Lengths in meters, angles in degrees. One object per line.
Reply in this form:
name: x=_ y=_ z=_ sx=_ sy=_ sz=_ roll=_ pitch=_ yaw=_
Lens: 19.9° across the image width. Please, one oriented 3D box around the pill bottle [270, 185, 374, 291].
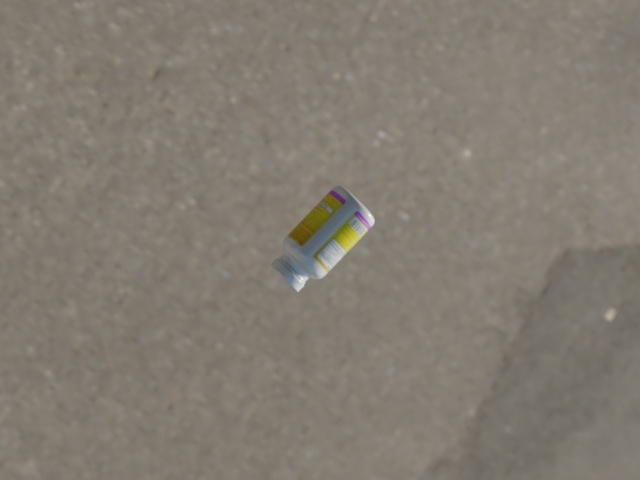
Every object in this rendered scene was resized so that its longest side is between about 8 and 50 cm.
pill bottle: x=0.000 y=0.000 z=1.418 sx=0.083 sy=0.043 sz=0.043 roll=-46 pitch=150 yaw=-5
